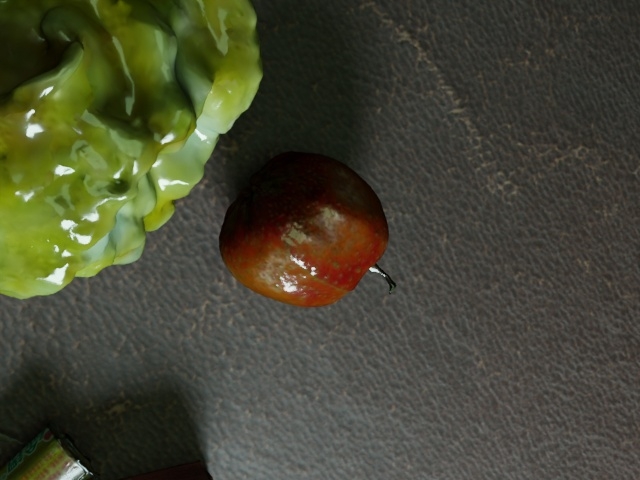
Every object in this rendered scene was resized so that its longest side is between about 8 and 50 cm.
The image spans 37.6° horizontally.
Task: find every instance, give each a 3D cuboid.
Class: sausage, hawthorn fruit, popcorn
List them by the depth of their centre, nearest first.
[{"bbox_3d":[-0.224,-0.146,0.827,0.292,0.293,0.334,41,60,13],"label":"popcorn"},{"bbox_3d":[-0.377,0.330,0.912,0.371,0.082,0.082,-43,107,-7],"label":"sausage"},{"bbox_3d":[0.000,0.000,0.951,0.194,0.157,0.157,31,87,-21],"label":"hawthorn fruit"}]

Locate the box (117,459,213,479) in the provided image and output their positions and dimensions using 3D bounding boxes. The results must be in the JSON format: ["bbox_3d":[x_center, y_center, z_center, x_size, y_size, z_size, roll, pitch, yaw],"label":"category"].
[{"bbox_3d":[-0.176,0.283,0.951,0.156,0.111,0.060,-10,100,-15],"label":"box"}]

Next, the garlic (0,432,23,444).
[{"bbox_3d":[-0.404,0.208,0.892,0.198,0.090,0.128,-36,121,-18],"label":"garlic"}]
